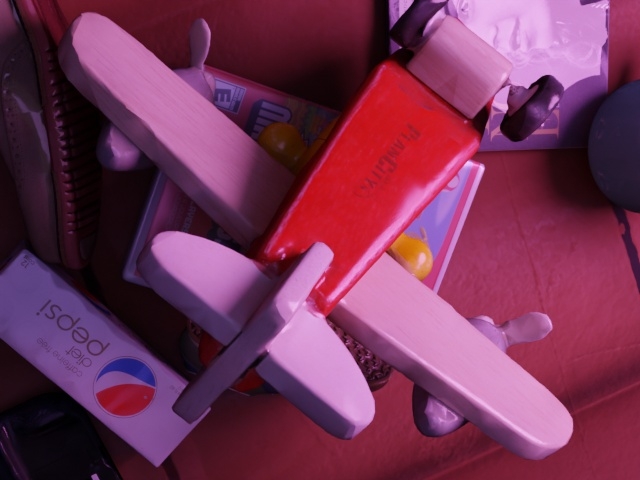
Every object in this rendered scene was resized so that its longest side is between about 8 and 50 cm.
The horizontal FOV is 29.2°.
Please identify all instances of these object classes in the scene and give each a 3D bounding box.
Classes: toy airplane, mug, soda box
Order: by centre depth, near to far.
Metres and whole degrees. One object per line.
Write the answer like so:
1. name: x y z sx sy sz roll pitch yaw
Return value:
1. toy airplane: 0.000 0.000 0.969 0.384 0.272 0.386 -2 71 -25
2. soda box: -0.200 0.098 1.071 0.216 0.069 0.074 43 86 -15
3. mug: 0.324 -0.098 1.158 0.158 0.097 0.129 -50 118 -18

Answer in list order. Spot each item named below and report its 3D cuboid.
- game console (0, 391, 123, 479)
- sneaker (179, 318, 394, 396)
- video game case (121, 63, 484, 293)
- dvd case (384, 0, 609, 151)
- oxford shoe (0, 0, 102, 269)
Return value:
1. game console: -0.180 0.297 1.118 0.213 0.044 0.361 -28 105 -10
2. sneaker: -0.036 0.107 1.113 0.192 0.086 0.064 13 55 -13
3. video game case: -0.014 -0.020 1.116 0.285 0.025 0.204 18 98 -16
4. dvd case: 0.168 -0.166 1.155 0.221 0.018 0.164 -3 99 -14
5. oxford shoe: -0.263 -0.141 1.009 0.130 0.123 0.348 -11 95 3
